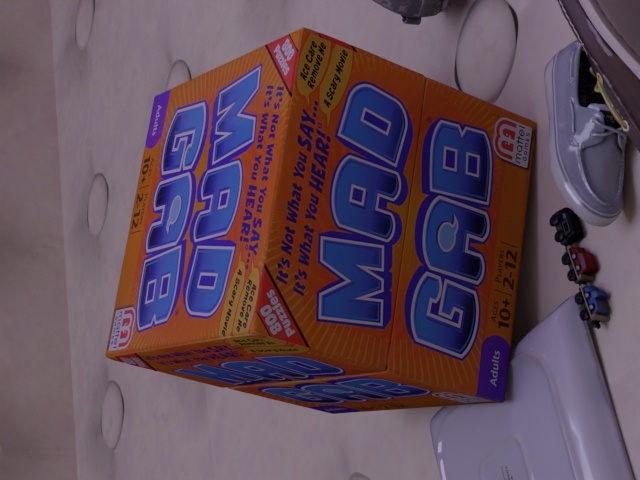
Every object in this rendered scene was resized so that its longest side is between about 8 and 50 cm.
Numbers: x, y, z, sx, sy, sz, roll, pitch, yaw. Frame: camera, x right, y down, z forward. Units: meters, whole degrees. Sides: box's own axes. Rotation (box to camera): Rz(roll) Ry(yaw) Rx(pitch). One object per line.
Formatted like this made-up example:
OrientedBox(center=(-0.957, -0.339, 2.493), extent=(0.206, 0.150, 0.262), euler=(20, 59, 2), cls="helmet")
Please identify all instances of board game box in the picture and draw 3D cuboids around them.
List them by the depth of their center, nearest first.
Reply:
OrientedBox(center=(0.000, 0.000, 1.793), extent=(0.357, 0.356, 0.356), euler=(-14, 63, 55), cls="board game box")

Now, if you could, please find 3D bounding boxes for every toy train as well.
OrientedBox(center=(0.298, 0.029, 1.662), extent=(0.036, 0.027, 0.158), euler=(-43, 47, 39), cls="toy train")

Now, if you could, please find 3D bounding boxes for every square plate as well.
OrientedBox(center=(0.238, 0.292, 1.710), extent=(0.344, 0.049, 0.347), euler=(-49, 43, 48), cls="square plate")

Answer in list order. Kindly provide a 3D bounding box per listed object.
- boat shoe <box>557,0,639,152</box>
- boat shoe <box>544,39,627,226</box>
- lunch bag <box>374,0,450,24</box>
OrientedBox(center=(0.320, -0.157, 1.429), extent=(0.324, 0.117, 0.096), euler=(56, 141, 19), cls="boat shoe")
OrientedBox(center=(0.302, -0.129, 1.621), extent=(0.081, 0.079, 0.227), euler=(130, 141, -55), cls="boat shoe")
OrientedBox(center=(0.118, -0.469, 1.905), extent=(0.256, 0.213, 0.305), euler=(56, 139, 28), cls="lunch bag")
